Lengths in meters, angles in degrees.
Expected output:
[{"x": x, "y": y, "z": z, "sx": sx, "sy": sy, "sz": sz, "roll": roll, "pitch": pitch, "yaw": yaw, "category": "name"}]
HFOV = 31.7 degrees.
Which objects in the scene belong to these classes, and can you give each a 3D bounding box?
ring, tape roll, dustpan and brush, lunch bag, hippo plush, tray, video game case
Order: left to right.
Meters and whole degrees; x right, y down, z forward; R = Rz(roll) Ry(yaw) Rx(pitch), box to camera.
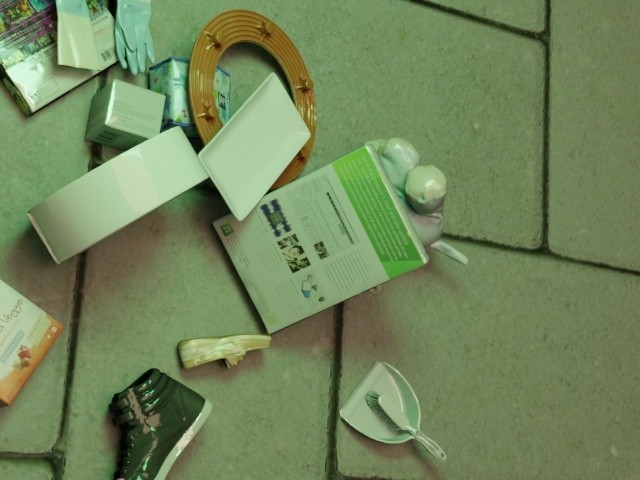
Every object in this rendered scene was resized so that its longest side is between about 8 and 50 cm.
[{"x": -0.468, "y": -0.356, "z": 1.930, "sx": 0.232, "sy": 0.042, "sz": 0.210, "roll": -40, "pitch": 100, "yaw": -31, "category": "video game case"}, {"x": -0.324, "y": -0.073, "z": 1.812, "sx": 0.286, "sy": 0.286, "sz": 0.100, "roll": -34, "pitch": 97, "yaw": -31, "category": "tape roll"}, {"x": -0.224, "y": -0.250, "z": 2.024, "sx": 0.151, "sy": 0.096, "sz": 0.128, "roll": 7, "pitch": 77, "yaw": -42, "category": "lunch bag"}, {"x": -0.119, "y": -0.166, "z": 1.985, "sx": 0.145, "sy": 0.030, "sz": 0.270, "roll": 59, "pitch": 44, "yaw": -25, "category": "tray"}, {"x": -0.111, "y": -0.259, "z": 2.059, "sx": 0.337, "sy": 0.032, "sz": 0.336, "roll": 12, "pitch": 74, "yaw": -47, "category": "ring"}, {"x": 0.101, "y": -0.039, "z": 2.132, "sx": 0.237, "sy": 0.234, "sz": 0.294, "roll": -37, "pitch": 142, "yaw": -14, "category": "hippo plush"}, {"x": 0.155, "y": 0.345, "z": 2.128, "sx": 0.211, "sy": 0.060, "sz": 0.147, "roll": 47, "pitch": 61, "yaw": -13, "category": "dustpan and brush"}]

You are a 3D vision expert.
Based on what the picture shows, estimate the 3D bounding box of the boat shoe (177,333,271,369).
[{"x": -0.167, "y": 0.197, "z": 1.978, "sx": 0.170, "sy": 0.063, "sz": 0.059, "roll": -4, "pitch": 84, "yaw": -21, "category": "boat shoe"}]

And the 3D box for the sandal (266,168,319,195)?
[{"x": -0.023, "y": -0.093, "z": 2.125, "sx": 0.180, "sy": 0.072, "sz": 0.049, "roll": -27, "pitch": 115, "yaw": -36, "category": "sandal"}]

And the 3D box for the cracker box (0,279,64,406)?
[{"x": -0.544, "y": 0.133, "z": 1.765, "sx": 0.232, "sy": 0.067, "sz": 0.155, "roll": 39, "pitch": 63, "yaw": -17, "category": "cracker box"}]

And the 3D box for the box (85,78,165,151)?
[{"x": -0.336, "y": -0.212, "z": 1.940, "sx": 0.102, "sy": 0.101, "sz": 0.087, "roll": 15, "pitch": 72, "yaw": -28, "category": "box"}]

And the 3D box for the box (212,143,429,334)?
[{"x": 0.000, "y": 0.000, "z": 1.991, "sx": 0.232, "sy": 0.322, "sz": 0.058, "roll": 64, "pitch": 18, "yaw": -4, "category": "box"}]

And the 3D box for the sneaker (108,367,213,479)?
[{"x": -0.312, "y": 0.335, "z": 1.841, "sx": 0.147, "sy": 0.105, "sz": 0.295, "roll": 44, "pitch": 56, "yaw": -13, "category": "sneaker"}]

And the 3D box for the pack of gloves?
[{"x": -0.381, "y": -0.399, "z": 1.952, "sx": 0.195, "sy": 0.046, "sz": 0.232, "roll": 2, "pitch": 81, "yaw": -42, "category": "pack of gloves"}]
